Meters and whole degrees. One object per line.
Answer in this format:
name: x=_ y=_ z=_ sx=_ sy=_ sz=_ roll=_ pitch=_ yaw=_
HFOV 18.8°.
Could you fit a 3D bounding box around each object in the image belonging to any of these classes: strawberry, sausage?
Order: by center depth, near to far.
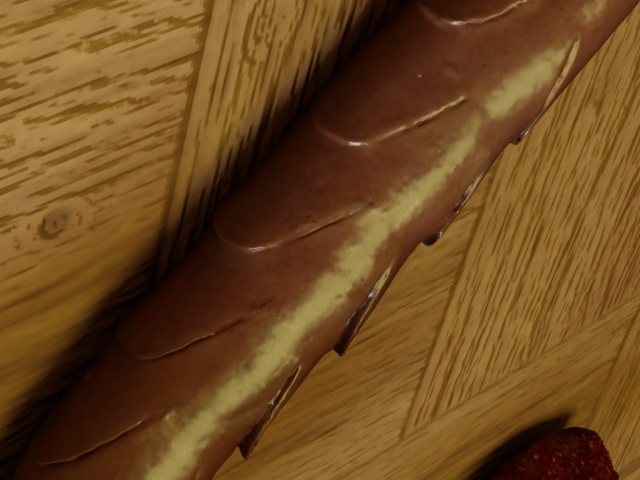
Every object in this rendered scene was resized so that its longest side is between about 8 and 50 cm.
sausage: x=-0.002 y=-0.001 z=0.839 sx=0.433 sy=0.088 sz=0.088 roll=-50 pitch=154 yaw=0
strawberry: x=0.150 y=0.202 z=1.323 sx=0.131 sy=0.148 sz=0.131 roll=-1 pitch=149 yaw=-1
